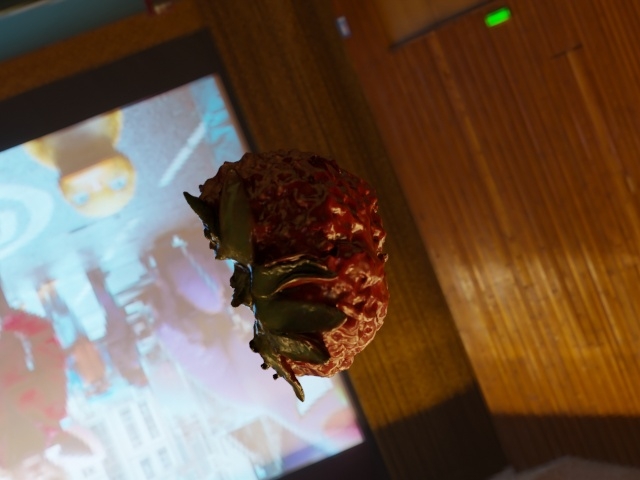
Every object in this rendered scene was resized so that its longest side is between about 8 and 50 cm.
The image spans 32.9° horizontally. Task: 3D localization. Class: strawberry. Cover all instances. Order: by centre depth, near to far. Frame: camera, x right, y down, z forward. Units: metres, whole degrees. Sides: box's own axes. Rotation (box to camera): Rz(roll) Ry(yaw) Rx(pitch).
[{"bbox_3d":[0.007,0.013,0.777,0.098,0.174,0.228,-23,174,18],"label":"strawberry"}]
